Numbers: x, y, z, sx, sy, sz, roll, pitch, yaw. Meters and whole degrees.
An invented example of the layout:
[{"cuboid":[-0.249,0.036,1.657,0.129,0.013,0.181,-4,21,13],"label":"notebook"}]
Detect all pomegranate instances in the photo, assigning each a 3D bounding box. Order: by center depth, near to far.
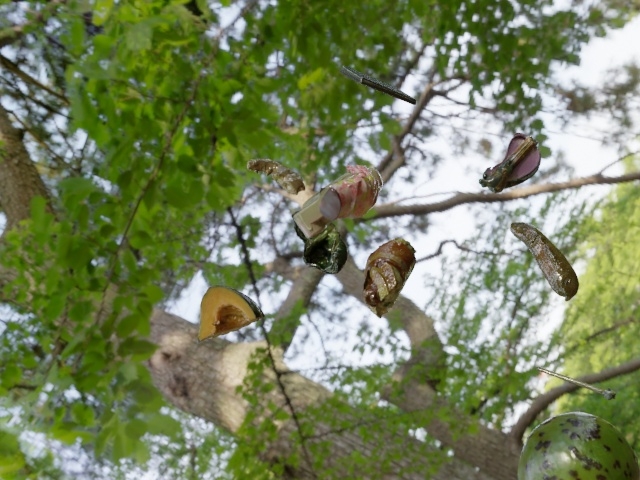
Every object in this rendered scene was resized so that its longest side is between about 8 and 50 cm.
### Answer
[{"cuboid":[0.507,0.429,1.280,0.231,0.286,0.231,17,-110,-58],"label":"pomegranate"}]

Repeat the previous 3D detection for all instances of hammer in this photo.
[{"cuboid":[0.582,0.321,1.607,0.062,0.182,0.017,9,-83,-51],"label":"hammer"}]

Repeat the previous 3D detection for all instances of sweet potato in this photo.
[{"cuboid":[0.569,0.037,1.788,0.075,0.273,0.075,-15,-41,-13],"label":"sweet potato"}]

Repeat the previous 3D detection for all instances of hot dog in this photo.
[{"cuboid":[0.141,0.078,1.563,0.213,0.103,0.146,-48,-17,-59],"label":"hot dog"}]

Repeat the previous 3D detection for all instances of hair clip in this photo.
[{"cuboid":[0.605,-0.240,2.187,0.359,0.110,0.095,-37,-45,-47],"label":"hair clip"}]

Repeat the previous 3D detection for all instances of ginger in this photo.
[{"cuboid":[-0.115,-0.179,1.916,0.069,0.173,0.051,-53,-20,-36],"label":"ginger"}]

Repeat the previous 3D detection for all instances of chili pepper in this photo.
[{"cuboid":[-0.001,0.005,2.557,0.148,0.264,0.116,-27,-7,-32],"label":"chili pepper"}]

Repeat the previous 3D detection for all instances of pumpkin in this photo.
[{"cuboid":[-0.269,0.196,2.101,0.130,0.254,0.149,-20,-96,-55],"label":"pumpkin"}]

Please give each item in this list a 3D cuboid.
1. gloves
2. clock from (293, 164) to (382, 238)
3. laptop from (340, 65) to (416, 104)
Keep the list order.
[{"cuboid":[0.099,-0.126,1.937,0.241,0.126,0.145,-21,-56,-42],"label":"gloves"},{"cuboid":[0.067,-0.134,2.237,0.284,0.114,0.309,-36,0,16],"label":"clock"},{"cuboid":[0.173,-0.458,2.085,0.207,0.154,0.026,14,-72,-30],"label":"laptop"}]
